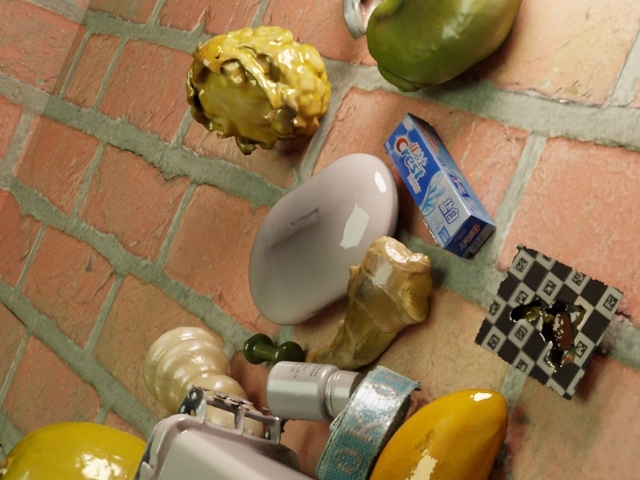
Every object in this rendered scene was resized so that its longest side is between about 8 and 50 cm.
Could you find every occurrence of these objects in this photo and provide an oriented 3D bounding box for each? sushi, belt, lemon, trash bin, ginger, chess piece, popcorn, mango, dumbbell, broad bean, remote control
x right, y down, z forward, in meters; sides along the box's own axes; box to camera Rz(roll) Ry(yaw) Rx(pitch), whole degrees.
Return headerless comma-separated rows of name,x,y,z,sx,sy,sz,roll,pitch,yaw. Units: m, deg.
sushi,0.272,0.095,1.588,0.201,0.031,0.139,32,98,57
belt,0.055,0.243,1.714,0.147,0.082,0.163,-66,-13,14
lemon,-0.360,0.442,2.074,0.348,0.348,0.348,-37,41,41
trash bin,-0.076,0.377,1.761,0.368,0.256,0.295,13,80,54
ginger,0.054,0.111,1.878,0.131,0.086,0.294,56,131,18
chess piece,-0.171,0.254,2.116,0.142,0.143,0.261,-61,37,11
popcorn,-0.102,-0.248,2.237,0.250,0.250,0.190,-11,45,56
mango,0.144,0.264,1.607,0.219,0.112,0.145,-51,28,7
dumbbell,-0.073,0.173,2.070,0.118,0.052,0.046,8,121,60
broad bean,0.177,-0.333,1.942,0.291,0.119,0.238,-27,48,47
remote control,0.000,0.000,2.017,0.332,0.104,0.221,-34,49,44

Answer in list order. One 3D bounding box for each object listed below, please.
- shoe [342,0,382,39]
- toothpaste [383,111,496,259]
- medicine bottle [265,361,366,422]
shoe,0.078,-0.410,2.224,0.078,0.079,0.195,-9,46,16
toothpaste,0.159,-0.078,1.864,0.066,0.053,0.272,-54,32,22
medicine bottle,-0.003,0.210,1.863,0.130,0.080,0.080,2,69,28
